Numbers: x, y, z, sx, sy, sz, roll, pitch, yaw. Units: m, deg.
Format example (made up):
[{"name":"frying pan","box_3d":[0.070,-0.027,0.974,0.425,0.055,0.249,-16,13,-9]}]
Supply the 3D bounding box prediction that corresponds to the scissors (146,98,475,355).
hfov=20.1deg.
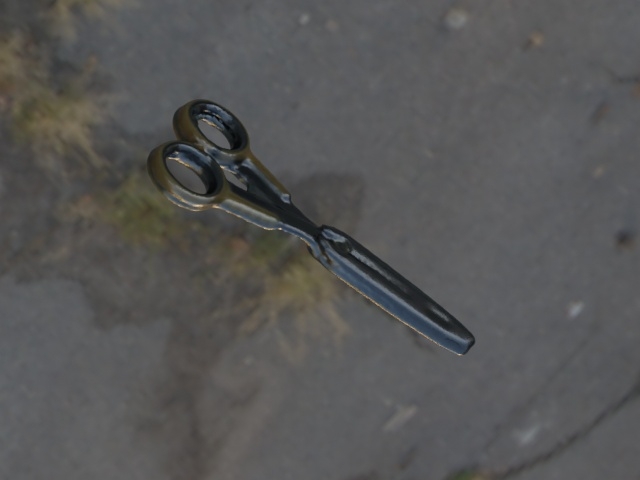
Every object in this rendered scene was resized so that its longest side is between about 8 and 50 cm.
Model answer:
[{"name":"scissors","box_3d":[0.000,0.000,1.040,0.017,0.220,0.088,-48,-169,36]}]
